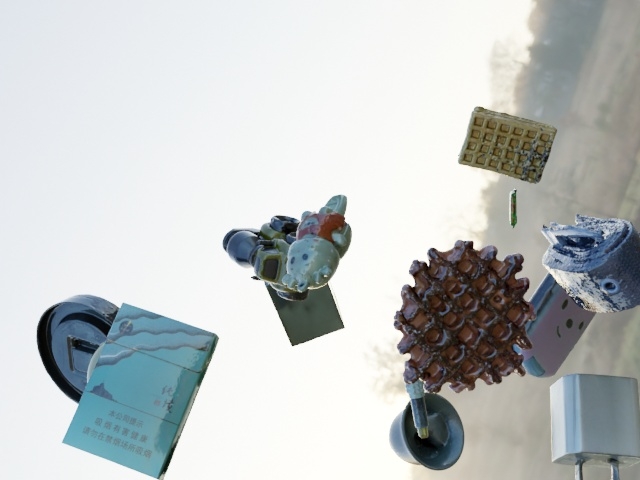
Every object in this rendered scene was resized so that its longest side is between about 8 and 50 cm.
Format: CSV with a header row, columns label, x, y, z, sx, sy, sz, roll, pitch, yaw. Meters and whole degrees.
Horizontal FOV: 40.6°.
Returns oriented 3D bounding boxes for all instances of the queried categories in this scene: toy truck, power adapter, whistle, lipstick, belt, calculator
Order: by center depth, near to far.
label,x,y,z,sx,sy,sz,roll,pitch,yaw
belt,0.407,0.024,1.284,0.122,0.128,0.218,-43,9,-5
power adapter,0.455,0.336,1.431,0.125,0.130,0.204,96,180,-67
lipstick,0.178,0.304,1.568,0.037,0.037,0.116,-16,-84,-71
whistle,0.002,0.001,1.577,0.105,0.102,0.253,91,-163,-44
calculator,0.474,0.134,1.691,0.293,0.051,0.173,-54,-51,-11
toy truck,-0.111,0.035,1.874,0.224,0.165,0.147,-139,56,-61

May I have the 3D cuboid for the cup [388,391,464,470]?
label,x,y,z,sx,sy,sz,roll,pitch,yaw
cup,0.250,0.506,2.238,0.150,0.199,0.199,-36,18,51

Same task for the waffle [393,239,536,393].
label,x,y,z,sx,sy,sz,roll,pitch,yaw
waffle,0.213,0.113,1.278,0.055,0.221,0.234,-136,41,-76

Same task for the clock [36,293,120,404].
label,x,y,z,sx,sy,sz,roll,pitch,yaw
clock,-0.564,0.284,2.158,0.066,0.319,0.318,-42,-32,-56

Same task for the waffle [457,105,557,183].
label,x,y,z,sx,sy,sz,roll,pitch,yaw
waffle,0.314,-0.159,1.460,0.042,0.148,0.102,-65,-10,-70

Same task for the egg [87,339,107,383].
label,x,y,z,sx,sy,sz,roll,pitch,yaw
egg,-0.417,0.298,1.854,0.164,0.164,0.201,-52,-37,-48

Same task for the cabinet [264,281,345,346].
label,x,y,z,sx,sy,sz,roll,pitch,yaw
cabinet,-0.045,0.125,2.147,0.150,0.145,0.206,-108,-2,-57

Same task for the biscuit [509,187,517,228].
label,x,y,z,sx,sy,sz,roll,pitch,yaw
biscuit,0.430,-0.073,1.934,0.046,0.016,0.089,-53,-39,-75

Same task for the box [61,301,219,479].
label,x,y,z,sx,sy,sz,roll,pitch,yaw
box,-0.269,0.224,1.307,0.041,0.162,0.229,75,-146,-70
